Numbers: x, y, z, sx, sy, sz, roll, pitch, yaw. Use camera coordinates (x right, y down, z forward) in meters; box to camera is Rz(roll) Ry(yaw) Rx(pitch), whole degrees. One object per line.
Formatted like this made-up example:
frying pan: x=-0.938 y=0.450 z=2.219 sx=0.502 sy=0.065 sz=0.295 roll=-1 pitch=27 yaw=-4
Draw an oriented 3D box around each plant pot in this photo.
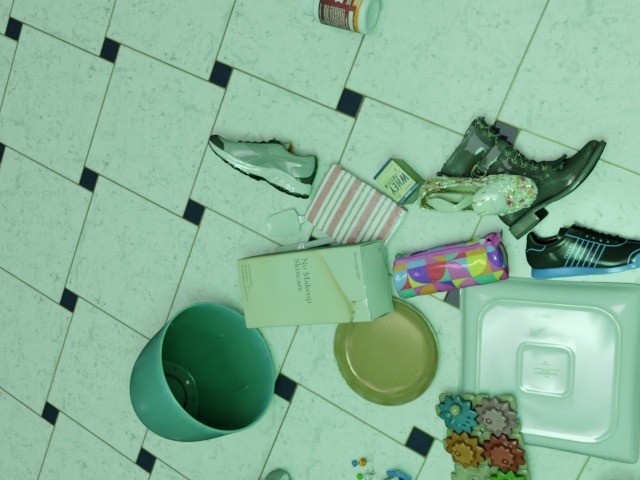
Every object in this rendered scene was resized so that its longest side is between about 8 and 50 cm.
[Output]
plant pot: x=0.141 y=0.236 z=1.484 sx=0.237 sy=0.032 sz=0.236 roll=2 pitch=95 yaw=23
plant pot: x=-0.288 y=0.318 z=1.555 sx=0.235 sy=0.293 sz=0.293 roll=-35 pitch=80 yaw=39

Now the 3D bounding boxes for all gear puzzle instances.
gear puzzle: x=0.331 y=0.465 z=1.385 sx=0.176 sy=0.044 sz=0.338 roll=-6 pitch=105 yaw=34

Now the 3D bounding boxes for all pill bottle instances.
pill bottle: x=0.040 y=-0.485 z=1.437 sx=0.152 sy=0.086 sz=0.086 roll=20 pitch=102 yaw=21

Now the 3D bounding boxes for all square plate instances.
square plate: x=0.435 y=0.246 z=1.345 sx=0.348 sy=0.049 sz=0.343 roll=3 pitch=96 yaw=24

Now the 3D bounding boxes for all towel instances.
towel: x=0.072 y=-0.057 z=1.483 sx=0.197 sy=0.029 sz=0.144 roll=35 pitch=107 yaw=15

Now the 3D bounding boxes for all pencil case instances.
pencil case: x=0.258 y=0.048 z=1.376 sx=0.237 sy=0.104 sz=0.104 roll=-17 pitch=88 yaw=26

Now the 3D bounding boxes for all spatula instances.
spatula: x=0.000 y=0.000 z=1.534 sx=0.242 sy=0.019 sz=0.168 roll=-14 pitch=88 yaw=24

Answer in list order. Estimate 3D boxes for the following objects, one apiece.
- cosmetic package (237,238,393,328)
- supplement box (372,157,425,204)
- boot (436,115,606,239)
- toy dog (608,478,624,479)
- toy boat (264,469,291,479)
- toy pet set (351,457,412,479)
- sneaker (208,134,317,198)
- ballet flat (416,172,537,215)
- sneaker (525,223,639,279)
cosmetic package: x=-0.015 y=0.095 z=1.470 sx=0.310 sy=0.113 sz=0.160 roll=-9 pitch=91 yaw=32
supplement box: x=0.166 y=-0.120 z=1.414 sx=0.083 sy=0.083 sz=0.056 roll=45 pitch=110 yaw=14
boot: x=0.374 y=-0.153 z=1.315 sx=0.229 sy=0.091 sz=0.263 roll=48 pitch=113 yaw=12
toy dog: x=0.624 y=0.589 z=1.260 sx=0.334 sy=0.161 sz=0.220 roll=38 pitch=112 yaw=32
toy boat: x=-0.174 y=0.672 z=1.616 sx=0.267 sy=0.148 sz=0.318 roll=39 pitch=116 yaw=21
toy pet set: x=0.140 y=0.524 z=1.507 sx=0.114 sy=0.065 sz=0.122 roll=-34 pitch=75 yaw=58
sneaker: x=-0.126 y=-0.184 z=1.541 sx=0.272 sy=0.100 sz=0.107 roll=24 pitch=90 yaw=17
ballet flat: x=0.286 y=-0.076 z=1.304 sx=0.241 sy=0.077 sz=0.091 roll=1 pitch=124 yaw=44
sneaker: x=0.496 y=0.013 z=1.278 sx=0.232 sy=0.081 sz=0.090 roll=-10 pitch=101 yaw=26
